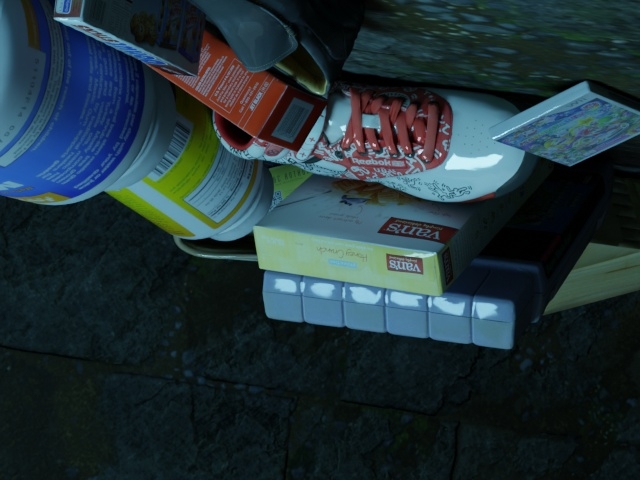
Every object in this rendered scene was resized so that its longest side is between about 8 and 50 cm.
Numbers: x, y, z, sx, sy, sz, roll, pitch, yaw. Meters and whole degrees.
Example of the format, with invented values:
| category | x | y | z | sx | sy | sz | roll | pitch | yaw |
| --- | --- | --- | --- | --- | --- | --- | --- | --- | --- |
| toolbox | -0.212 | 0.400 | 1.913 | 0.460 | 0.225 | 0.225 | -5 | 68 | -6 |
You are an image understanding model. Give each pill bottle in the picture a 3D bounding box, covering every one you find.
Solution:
| category | x | y | z | sx | sy | sz | roll | pitch | yaw |
| --- | --- | --- | --- | --- | --- | --- | --- | --- | --- |
| pill bottle | -0.209 | -0.105 | 1.373 | 0.152 | 0.152 | 0.272 | 8 | 176 | 23 |
| pill bottle | -0.128 | -0.075 | 1.673 | 0.117 | 0.117 | 0.215 | 7 | 163 | 33 |

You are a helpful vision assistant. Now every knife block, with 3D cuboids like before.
| category | x | y | z | sx | sy | sz | roll | pitch | yaw |
| --- | --- | --- | --- | --- | --- | --- | --- | --- | --- |
| knife block | 0.226 | 0.025 | 2.016 | 0.276 | 0.088 | 0.242 | 7 | 149 | -35 |

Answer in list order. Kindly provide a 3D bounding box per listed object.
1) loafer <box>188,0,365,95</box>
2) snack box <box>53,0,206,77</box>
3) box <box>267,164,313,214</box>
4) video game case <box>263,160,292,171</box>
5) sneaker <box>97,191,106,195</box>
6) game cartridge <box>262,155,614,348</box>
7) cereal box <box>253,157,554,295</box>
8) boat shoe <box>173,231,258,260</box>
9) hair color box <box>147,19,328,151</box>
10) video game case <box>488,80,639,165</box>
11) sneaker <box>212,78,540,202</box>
| category | x | y | z | sx | sy | sz | roll | pitch | yaw |
| --- | --- | --- | --- | --- | --- | --- | --- | --- | --- |
| loafer | -0.032 | -0.131 | 1.183 | 0.062 | 0.061 | 0.170 | 8 | 176 | 39 |
| snack box | -0.107 | -0.143 | 1.161 | 0.022 | 0.064 | 0.178 | 7 | 176 | 18 |
| box | 0.000 | 0.000 | 1.926 | 0.087 | 0.058 | 0.232 | -15 | 152 | 7 |
| video game case | -0.092 | -0.089 | 1.813 | 0.190 | 0.022 | 0.173 | 12 | 145 | -37 |
| sneaker | -0.312 | -0.111 | 1.734 | 0.283 | 0.124 | 0.107 | 3 | 162 | -13 |
| game cartridge | 0.119 | -0.010 | 1.762 | 0.230 | 0.068 | 0.355 | 2 | -158 | 21 |
| cereal box | 0.075 | -0.037 | 1.679 | 0.173 | 0.047 | 0.240 | 8 | -150 | 27 |
| boat shoe | 0.013 | -0.021 | 2.062 | 0.341 | 0.121 | 0.110 | -3 | -149 | 23 |
| hair color box | -0.071 | -0.115 | 1.293 | 0.141 | 0.043 | 0.072 | 34 | -172 | 21 |
| video game case | 0.192 | -0.086 | 1.476 | 0.087 | 0.011 | 0.122 | -25 | 158 | 30 |
| sneaker | 0.035 | -0.087 | 1.573 | 0.270 | 0.090 | 0.145 | 10 | -179 | 45 |
